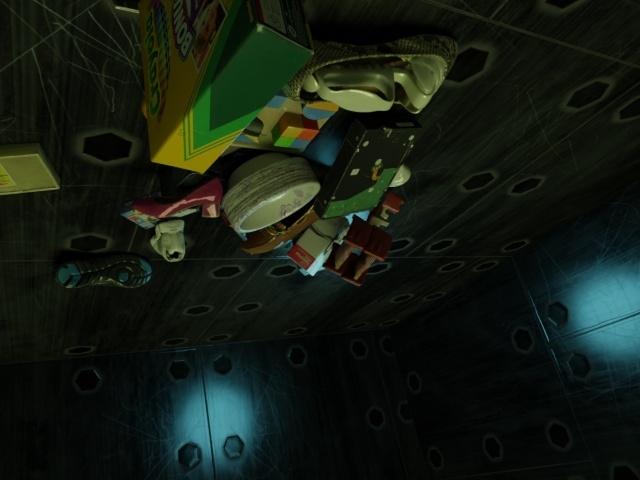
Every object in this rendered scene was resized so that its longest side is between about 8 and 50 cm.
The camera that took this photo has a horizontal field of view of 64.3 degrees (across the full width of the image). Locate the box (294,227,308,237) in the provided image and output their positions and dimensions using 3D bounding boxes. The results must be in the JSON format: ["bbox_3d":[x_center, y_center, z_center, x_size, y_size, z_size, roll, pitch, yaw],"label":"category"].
[{"bbox_3d":[-0.162,-0.027,1.884,0.232,0.088,0.058,-20,176,19],"label":"box"}]

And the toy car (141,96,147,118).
[{"bbox_3d":[-0.314,-0.298,1.159,0.181,0.159,0.136,0,-171,-27],"label":"toy car"}]

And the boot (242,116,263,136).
[{"bbox_3d":[-0.183,-0.338,1.065,0.246,0.083,0.161,32,107,-34],"label":"boot"}]

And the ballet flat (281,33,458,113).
[{"bbox_3d":[0.134,-0.353,1.127,0.481,0.182,0.164,-10,142,-23],"label":"ballet flat"}]

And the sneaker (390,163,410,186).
[{"bbox_3d":[0.176,-0.207,1.690,0.232,0.091,0.115,-30,146,15],"label":"sneaker"}]

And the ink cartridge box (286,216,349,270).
[{"bbox_3d":[0.000,0.000,1.849,0.237,0.100,0.172,-51,168,-3],"label":"ink cartridge box"}]

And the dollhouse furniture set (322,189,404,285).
[{"bbox_3d":[0.163,-0.050,1.764,0.152,0.374,0.201,29,141,-4],"label":"dollhouse furniture set"}]

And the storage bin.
[{"bbox_3d":[-0.366,-0.173,1.457,0.122,0.085,0.180,12,147,-45],"label":"storage bin"}]

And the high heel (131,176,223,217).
[{"bbox_3d":[-0.390,-0.126,1.388,0.243,0.082,0.117,5,119,-4],"label":"high heel"}]

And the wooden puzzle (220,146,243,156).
[{"bbox_3d":[-0.266,-0.261,1.403,0.078,0.014,0.116,-14,157,12],"label":"wooden puzzle"}]

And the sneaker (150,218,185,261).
[{"bbox_3d":[-0.516,0.022,1.742,0.109,0.119,0.292,-13,170,-21],"label":"sneaker"}]

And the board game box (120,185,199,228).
[{"bbox_3d":[-0.504,-0.102,1.605,0.201,0.035,0.136,-18,156,10],"label":"board game box"}]

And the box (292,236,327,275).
[{"bbox_3d":[-0.021,0.036,2.020,0.155,0.159,0.093,-17,157,9],"label":"box"}]

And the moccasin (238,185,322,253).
[{"bbox_3d":[-0.129,-0.071,1.747,0.379,0.139,0.147,-23,154,21],"label":"moccasin"}]

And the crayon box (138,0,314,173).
[{"bbox_3d":[-0.175,-0.346,0.811,0.106,0.363,0.313,11,147,-41],"label":"crayon box"}]

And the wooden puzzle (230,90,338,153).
[{"bbox_3d":[-0.100,-0.325,1.258,0.321,0.081,0.348,2,152,-31],"label":"wooden puzzle"}]

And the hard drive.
[{"bbox_3d":[0.134,-0.212,1.511,0.236,0.064,0.339,-12,143,-36],"label":"hard drive"}]

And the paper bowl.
[{"bbox_3d":[-0.154,-0.151,1.483,0.284,0.148,0.284,-27,170,-5],"label":"paper bowl"}]

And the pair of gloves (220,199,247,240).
[{"bbox_3d":[-0.288,-0.086,1.578,0.023,0.198,0.159,-35,166,0],"label":"pair of gloves"}]

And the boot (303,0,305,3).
[{"bbox_3d":[-0.043,-0.469,0.933,0.179,0.085,0.236,-54,-178,14],"label":"boot"}]

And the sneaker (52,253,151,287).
[{"bbox_3d":[-0.797,0.108,1.868,0.340,0.125,0.139,4,178,-40],"label":"sneaker"}]

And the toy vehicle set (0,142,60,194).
[{"bbox_3d":[-0.820,-0.172,1.274,0.266,0.035,0.166,-7,156,-13],"label":"toy vehicle set"}]
